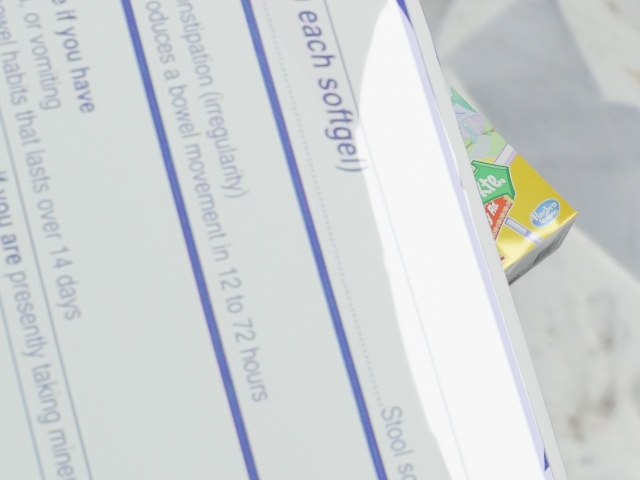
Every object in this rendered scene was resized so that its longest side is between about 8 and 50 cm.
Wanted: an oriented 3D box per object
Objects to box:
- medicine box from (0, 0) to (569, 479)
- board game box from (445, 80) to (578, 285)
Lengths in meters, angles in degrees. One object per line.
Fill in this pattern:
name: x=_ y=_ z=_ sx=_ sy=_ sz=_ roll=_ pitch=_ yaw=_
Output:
medicine box: x=-0.106 y=0.025 z=0.512 sx=0.289 sy=0.149 sz=0.263 roll=-12 pitch=76 yaw=-16
board game box: x=0.000 y=0.000 z=0.656 sx=0.154 sy=0.026 sz=0.103 roll=-35 pitch=72 yaw=-27
